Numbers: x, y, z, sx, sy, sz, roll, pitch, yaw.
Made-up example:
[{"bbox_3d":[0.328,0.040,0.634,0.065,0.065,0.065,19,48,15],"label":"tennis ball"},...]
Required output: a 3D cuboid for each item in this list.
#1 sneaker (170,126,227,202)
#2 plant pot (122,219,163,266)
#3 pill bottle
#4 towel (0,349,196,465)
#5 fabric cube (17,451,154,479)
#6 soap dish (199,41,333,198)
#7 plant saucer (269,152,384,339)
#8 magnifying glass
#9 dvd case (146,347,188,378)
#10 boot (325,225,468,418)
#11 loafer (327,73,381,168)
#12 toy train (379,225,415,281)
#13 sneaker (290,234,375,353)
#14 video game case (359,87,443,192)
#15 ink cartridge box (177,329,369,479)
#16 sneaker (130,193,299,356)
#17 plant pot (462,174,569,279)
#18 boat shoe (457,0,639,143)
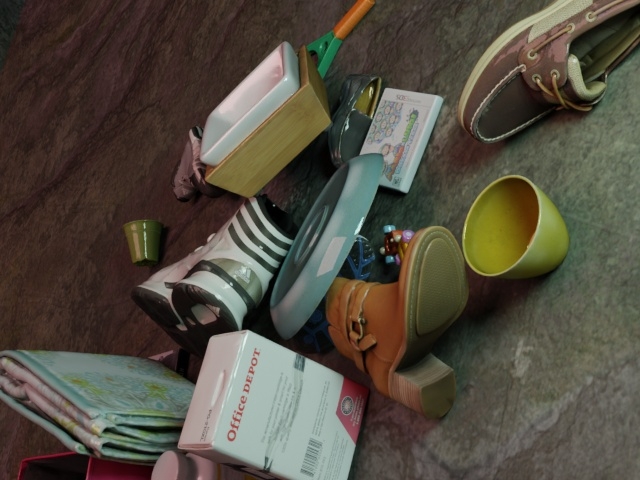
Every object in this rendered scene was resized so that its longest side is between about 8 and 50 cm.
[{"bbox_3d":[-0.233,-0.111,2.315,0.132,0.086,0.229,-58,25,24],"label":"sneaker"},{"bbox_3d":[-0.353,0.009,2.417,0.083,0.083,0.079,-25,66,46],"label":"plant pot"},{"bbox_3d":[-0.162,0.377,1.843,0.103,0.184,0.103,-31,48,42],"label":"pill bottle"},{"bbox_3d":[-0.330,0.271,1.987,0.374,0.320,0.090,23,99,49],"label":"towel"},{"bbox_3d":[-0.345,0.499,1.967,0.254,0.258,0.259,-17,59,48],"label":"fabric cube"},{"bbox_3d":[-0.088,-0.203,2.021,0.229,0.118,0.291,-42,16,13],"label":"soap dish"},{"bbox_3d":[0.000,0.000,1.825,0.318,0.043,0.317,-60,8,14],"label":"plant saucer"},{"bbox_3d":[0.017,-0.347,2.141,0.231,0.026,0.092,-48,39,31],"label":"magnifying glass"},{"bbox_3d":[-0.332,0.307,2.258,0.238,0.029,0.179,-20,56,48],"label":"dvd case"},{"bbox_3d":[0.095,0.083,1.643,0.220,0.109,0.284,31,137,48],"label":"boot"},{"bbox_3d":[0.057,-0.197,1.969,0.061,0.062,0.170,-5,69,48],"label":"loafer"},{"bbox_3d":[0.128,0.048,1.753,0.125,0.046,0.166,124,144,-67],"label":"toy train"},{"bbox_3d":[0.020,0.082,1.868,0.211,0.080,0.081,-59,13,13],"label":"sneaker"},{"bbox_3d":[0.119,-0.159,1.897,0.143,0.019,0.157,20,89,56],"label":"video game case"},{"bbox_3d":[-0.064,0.251,1.716,0.100,0.237,0.172,-12,56,51],"label":"ink cartridge box"},{"bbox_3d":[-0.161,0.053,2.096,0.257,0.169,0.447,-49,13,-21],"label":"sneaker"},{"bbox_3d":[0.262,-0.006,1.545,0.134,0.095,0.134,-30,50,43],"label":"plant pot"},{"bbox_3d":[0.320,-0.230,1.574,0.342,0.123,0.123,-40,41,26],"label":"boat shoe"}]
